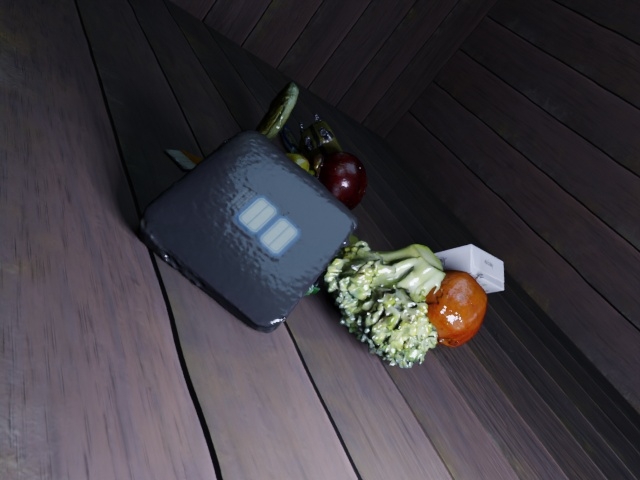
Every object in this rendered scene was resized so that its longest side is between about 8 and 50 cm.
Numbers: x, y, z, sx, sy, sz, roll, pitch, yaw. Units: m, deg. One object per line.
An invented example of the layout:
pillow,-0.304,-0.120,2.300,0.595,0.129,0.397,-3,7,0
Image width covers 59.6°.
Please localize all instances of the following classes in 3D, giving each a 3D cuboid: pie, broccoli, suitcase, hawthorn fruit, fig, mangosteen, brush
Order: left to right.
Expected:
brush,-0.313,-0.220,1.575,0.090,0.017,0.314,45,19,14
pie,-0.163,-0.435,1.973,0.079,0.277,0.277,33,20,-12
fig,-0.105,-0.187,1.656,0.154,0.165,0.144,26,19,-34
suitcase,0.006,-0.352,2.197,0.234,0.143,0.193,57,8,-33
mangosteen,0.031,-0.206,1.925,0.258,0.215,0.215,10,23,-3
broccoli,0.137,0.131,1.320,0.324,0.271,0.334,4,36,-21
hawthorn fruit,0.393,0.176,1.632,0.211,0.211,0.299,44,61,12

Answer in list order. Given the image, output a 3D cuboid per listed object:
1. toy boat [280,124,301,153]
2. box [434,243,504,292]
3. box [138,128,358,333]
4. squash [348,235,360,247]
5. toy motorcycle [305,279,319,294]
toy boat,-0.128,-0.413,2.297,0.080,0.046,0.228,26,23,-33
box,0.447,0.114,1.865,0.195,0.261,0.111,25,59,-38
box,-0.134,-0.030,1.140,0.350,0.091,0.359,39,55,1
squash,0.000,0.000,1.512,0.187,0.123,0.123,30,21,-20
toy motorcycle,-0.112,0.015,1.259,0.187,0.124,0.274,-9,56,-54
